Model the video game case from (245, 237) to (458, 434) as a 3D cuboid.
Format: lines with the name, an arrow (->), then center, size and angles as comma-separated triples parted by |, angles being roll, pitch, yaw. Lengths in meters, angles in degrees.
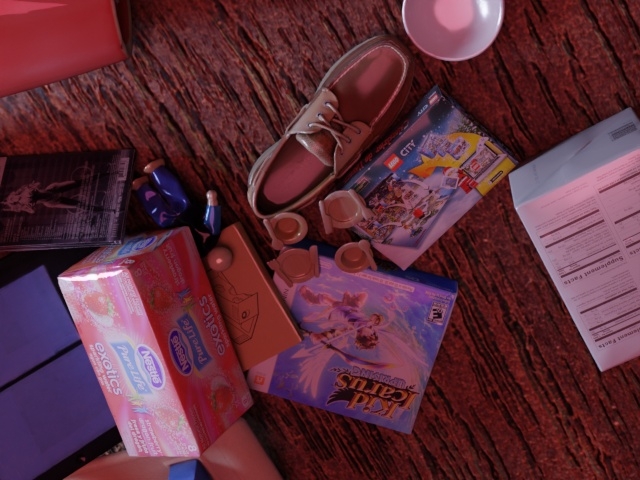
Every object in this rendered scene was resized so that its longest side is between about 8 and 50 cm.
video game case -> 0.043, 0.143, 1.799 | 0.269, 0.061, 0.244 | 16, 111, 1

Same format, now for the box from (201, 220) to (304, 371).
box -> -0.136, 0.094, 1.780 | 0.164, 0.021, 0.201 | -29, 88, 28

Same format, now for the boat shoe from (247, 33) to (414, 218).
boat shoe -> 0.015, -0.145, 1.669 | 0.123, 0.116, 0.324 | 36, 109, -7

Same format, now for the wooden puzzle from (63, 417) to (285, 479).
wooden puzzle -> -0.220, 0.444, 1.875 | 0.348, 0.080, 0.322 | -19, 126, 11

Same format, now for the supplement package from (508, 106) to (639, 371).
supplement package -> 0.405, -0.006, 1.630 | 0.198, 0.199, 0.262 | -27, 104, 14

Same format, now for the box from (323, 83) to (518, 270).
box -> 0.141, -0.086, 1.694 | 0.159, 0.044, 0.233 | 38, 110, -24

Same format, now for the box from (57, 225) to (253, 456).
box -> -0.234, 0.147, 1.720 | 0.142, 0.154, 0.300 | -6, 110, 34

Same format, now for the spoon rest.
spoon rest -> 0.185, -0.374, 1.587 | 0.137, 0.084, 0.276 | 7, 109, 4

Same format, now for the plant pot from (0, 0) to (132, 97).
plant pot -> -0.386, -0.325, 1.593 | 0.243, 0.275, 0.275 | -7, 109, -2

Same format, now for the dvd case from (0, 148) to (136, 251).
dvd case -> -0.384, -0.058, 1.735 | 0.221, 0.164, 0.018 | -3, 146, 8

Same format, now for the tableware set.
tableware set -> 0.000, 0.000, 1.691 | 0.169, 0.020, 0.141 | -15, 126, 6

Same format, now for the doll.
doll -> -0.194, -0.031, 1.740 | 0.129, 0.046, 0.189 | -43, 80, 21

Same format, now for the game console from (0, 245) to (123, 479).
game console -> -0.423, 0.192, 1.748 | 0.386, 0.060, 0.342 | -32, 117, -23
